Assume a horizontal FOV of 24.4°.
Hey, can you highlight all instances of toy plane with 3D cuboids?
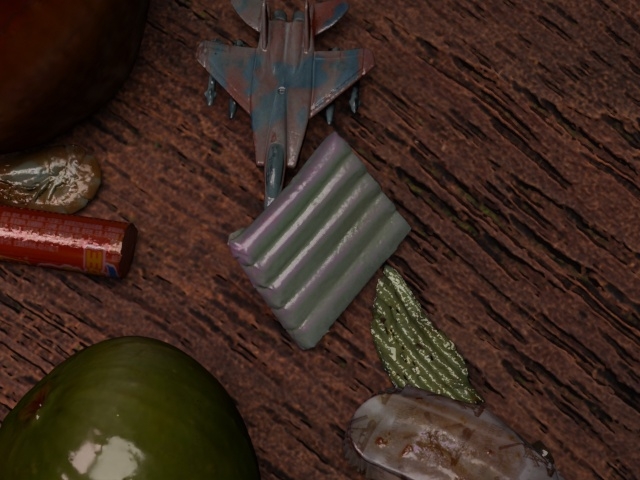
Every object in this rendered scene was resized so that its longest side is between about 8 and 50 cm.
[{"bbox_3d":[-0.049,-0.151,1.814,0.223,0.104,0.326,3,81,3],"label":"toy plane"}]

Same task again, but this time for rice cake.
[{"bbox_3d":[0.000,0.000,1.764,0.198,0.037,0.189,-42,117,-13],"label":"rice cake"}]

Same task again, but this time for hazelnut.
[{"bbox_3d":[-0.377,-0.299,1.749,0.359,0.359,0.409,38,76,9],"label":"hazelnut"}]

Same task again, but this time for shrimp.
[{"bbox_3d":[-0.363,-0.072,1.828,0.184,0.043,0.091,-3,80,-1],"label":"shrimp"}]

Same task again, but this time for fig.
[{"bbox_3d":[-0.200,0.273,1.633,0.316,0.316,0.316,0,76,1],"label":"fig"}]

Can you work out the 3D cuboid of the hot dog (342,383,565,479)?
[{"bbox_3d":[0.156,0.254,1.701,0.268,0.075,0.144,26,64,17],"label":"hot dog"}]

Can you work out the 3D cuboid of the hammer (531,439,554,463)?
[{"bbox_3d":[0.113,0.342,1.727,0.365,0.043,0.111,-31,77,-8],"label":"hammer"}]

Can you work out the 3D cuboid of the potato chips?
[{"bbox_3d":[0.111,0.131,1.778,0.092,0.028,0.207,-33,83,-9],"label":"potato chips"}]

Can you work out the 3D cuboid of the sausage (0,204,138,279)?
[{"bbox_3d":[-0.364,-0.006,1.796,0.274,0.074,0.074,9,77,3],"label":"sausage"}]
